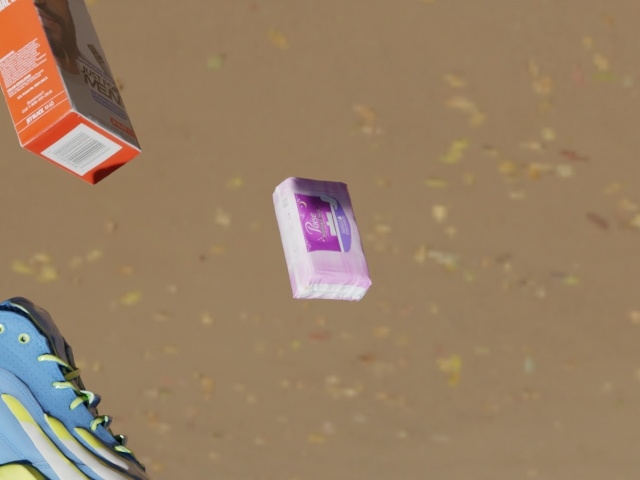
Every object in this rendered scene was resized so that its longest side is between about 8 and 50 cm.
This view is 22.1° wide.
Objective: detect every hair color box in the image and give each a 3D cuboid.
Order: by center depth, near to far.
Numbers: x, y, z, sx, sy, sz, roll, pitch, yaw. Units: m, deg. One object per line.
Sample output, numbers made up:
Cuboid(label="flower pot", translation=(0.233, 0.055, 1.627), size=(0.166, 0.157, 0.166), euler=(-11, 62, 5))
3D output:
Cuboid(label="hair color box", translation=(-0.202, -0.134, 1.239), size=(0.053, 0.167, 0.093), euler=(-33, 151, 16))

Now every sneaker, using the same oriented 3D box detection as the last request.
Cuboid(label="sneaker", translation=(-0.152, 0.100, 0.896), size=(0.240, 0.126, 0.091), euler=(15, 176, 18))

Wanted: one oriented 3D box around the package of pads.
Cuboid(label="package of pads", translation=(0.000, 0.000, 1.093), size=(0.050, 0.083, 0.032), euler=(5, 146, -30))
